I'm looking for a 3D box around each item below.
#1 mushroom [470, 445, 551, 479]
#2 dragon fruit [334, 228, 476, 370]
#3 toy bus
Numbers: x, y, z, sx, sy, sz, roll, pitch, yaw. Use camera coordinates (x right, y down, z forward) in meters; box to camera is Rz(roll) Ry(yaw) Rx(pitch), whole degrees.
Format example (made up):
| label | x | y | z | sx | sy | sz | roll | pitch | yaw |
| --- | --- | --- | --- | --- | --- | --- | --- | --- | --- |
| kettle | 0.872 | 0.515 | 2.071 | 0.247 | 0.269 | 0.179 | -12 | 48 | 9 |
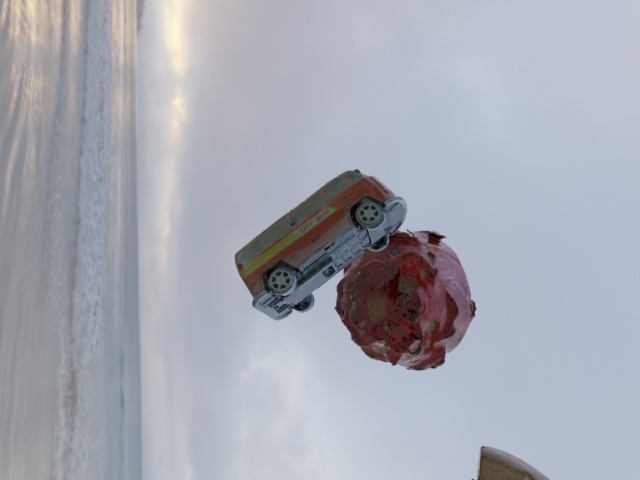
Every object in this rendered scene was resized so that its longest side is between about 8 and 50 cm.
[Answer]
| label | x | y | z | sx | sy | sz | roll | pitch | yaw |
| --- | --- | --- | --- | --- | --- | --- | --- | --- | --- |
| mushroom | 0.219 | 0.352 | 0.368 | 0.156 | 0.151 | 0.285 | 55 | 37 | -56 |
| dragon fruit | 0.187 | 0.141 | 1.057 | 0.371 | 0.249 | 0.385 | 24 | -82 | 44 |
| toy bus | 0.000 | 0.000 | 0.619 | 0.119 | 0.265 | 0.121 | 51 | -3 | 27 |
